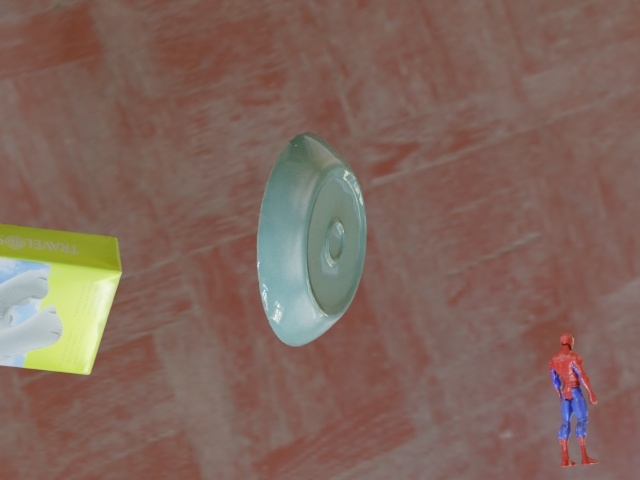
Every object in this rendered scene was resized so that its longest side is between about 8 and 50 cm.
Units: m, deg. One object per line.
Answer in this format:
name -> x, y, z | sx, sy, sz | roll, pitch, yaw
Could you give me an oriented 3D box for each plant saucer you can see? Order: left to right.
plant saucer -> 0.000, 0.000, 0.998 | 0.119, 0.021, 0.119 | 4, 90, -67

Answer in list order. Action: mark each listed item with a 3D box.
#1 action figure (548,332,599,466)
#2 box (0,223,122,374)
action figure -> 0.220, 0.138, 1.570 | 0.030, 0.038, 0.115 | -1, 82, -44
box -> -0.243, 0.038, 1.306 | 0.178, 0.109, 0.042 | 7, 39, -18
